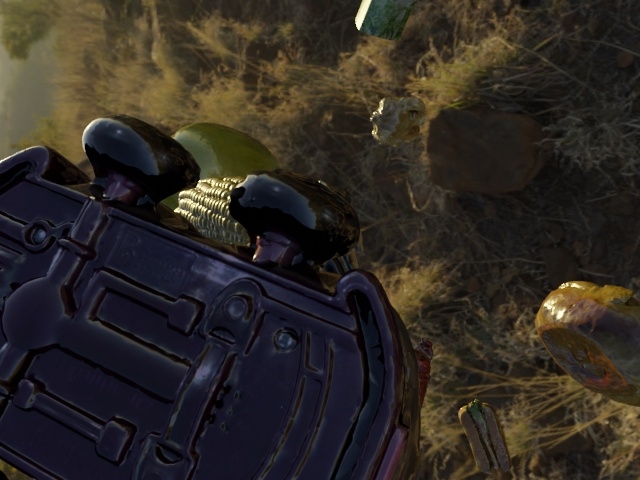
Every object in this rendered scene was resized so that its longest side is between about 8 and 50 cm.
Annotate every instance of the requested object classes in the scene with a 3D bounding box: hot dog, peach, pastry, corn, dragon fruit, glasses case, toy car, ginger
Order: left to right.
[{"bbox_3d":[-0.094,0.090,0.419,0.341,0.240,0.271,23,78,15],"label":"toy car"},{"bbox_3d":[-0.233,-0.119,1.356,0.316,0.314,0.281,32,102,11],"label":"peach"},{"bbox_3d":[-0.107,-0.032,0.741,0.310,0.102,0.101,8,102,59],"label":"corn"},{"bbox_3d":[0.219,-0.338,1.703,0.216,0.157,0.102,84,175,-65],"label":"ginger"},{"bbox_3d":[0.109,0.181,0.789,0.097,0.063,0.131,106,-171,-67],"label":"dragon fruit"},{"bbox_3d":[0.159,-0.516,1.106,0.062,0.096,0.272,-96,23,-46],"label":"glasses case"},{"bbox_3d":[0.156,0.185,0.560,0.037,0.021,0.083,-13,105,19],"label":"hot dog"},{"bbox_3d":[0.683,0.244,1.401,0.356,0.164,0.356,41,162,17],"label":"pastry"}]

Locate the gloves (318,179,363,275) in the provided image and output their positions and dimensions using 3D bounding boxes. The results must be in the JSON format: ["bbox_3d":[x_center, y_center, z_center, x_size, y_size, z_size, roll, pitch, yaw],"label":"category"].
[{"bbox_3d":[-0.005,-0.007,1.294,0.197,0.152,0.301,-39,42,21],"label":"gloves"}]
